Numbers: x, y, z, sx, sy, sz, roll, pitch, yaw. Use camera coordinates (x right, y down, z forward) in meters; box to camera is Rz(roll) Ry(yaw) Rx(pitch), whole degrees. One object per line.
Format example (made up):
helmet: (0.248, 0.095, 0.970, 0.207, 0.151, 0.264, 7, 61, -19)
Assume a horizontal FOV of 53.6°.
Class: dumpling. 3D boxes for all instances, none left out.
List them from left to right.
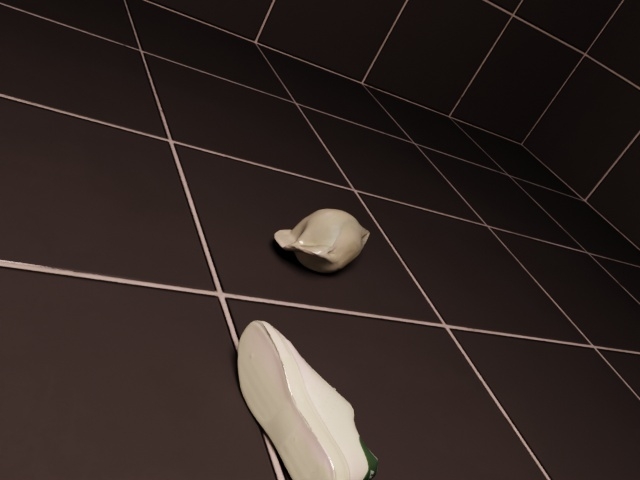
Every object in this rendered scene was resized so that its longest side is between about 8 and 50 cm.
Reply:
dumpling: (0.000, 0.000, 1.230, 0.152, 0.124, 0.229, 3, 5, 32)

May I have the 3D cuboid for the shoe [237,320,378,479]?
shoe: (-0.020, 0.221, 0.844, 0.110, 0.095, 0.264, 12, 37, -43)
